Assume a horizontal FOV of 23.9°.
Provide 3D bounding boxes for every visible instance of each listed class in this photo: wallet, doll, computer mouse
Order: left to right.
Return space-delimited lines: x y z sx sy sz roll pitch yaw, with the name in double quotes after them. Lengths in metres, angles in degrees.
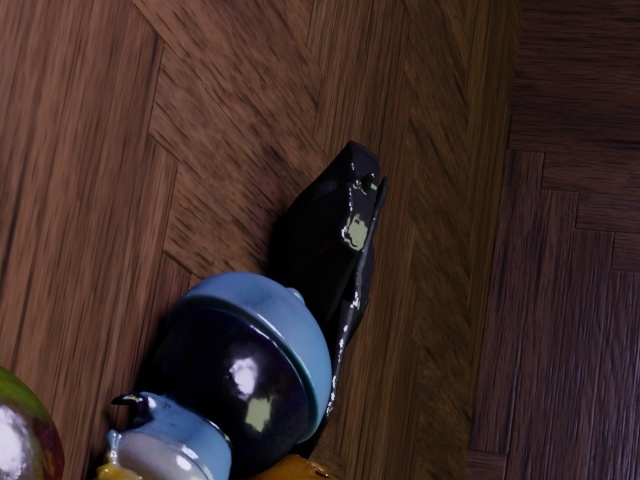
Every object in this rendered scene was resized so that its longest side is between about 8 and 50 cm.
-0.090 0.141 1.340 0.177 0.141 0.314 57 43 -17 "doll"
0.000 0.000 1.667 0.264 0.088 0.147 116 -13 -48 "computer mouse"
0.016 0.110 1.770 0.247 0.041 0.323 112 -5 -60 "wallet"

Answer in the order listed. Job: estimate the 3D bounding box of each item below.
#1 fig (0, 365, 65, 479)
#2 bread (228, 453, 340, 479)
-0.225 0.136 0.791 0.191 0.181 0.181 46 47 -39 "fig"
0.032 0.346 1.472 0.358 0.337 0.204 118 -5 -76 "bread"
